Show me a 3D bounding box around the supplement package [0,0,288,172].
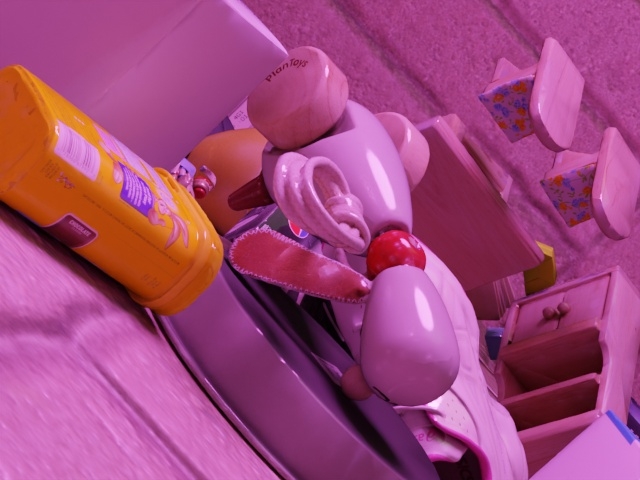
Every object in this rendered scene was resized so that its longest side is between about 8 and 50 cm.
[{"bbox_3d":[-0.175,-0.167,1.240,0.203,0.194,0.149,50,8,25],"label":"supplement package"}]

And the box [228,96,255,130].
[{"bbox_3d":[-0.028,-0.086,2.057,0.148,0.127,0.232,49,7,24],"label":"box"}]

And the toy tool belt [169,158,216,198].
[{"bbox_3d":[-0.140,-0.054,1.499,0.083,0.052,0.051,40,40,-30],"label":"toy tool belt"}]

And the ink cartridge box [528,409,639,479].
[{"bbox_3d":[0.325,0.327,1.593,0.232,0.168,0.171,46,5,-16],"label":"ink cartridge box"}]

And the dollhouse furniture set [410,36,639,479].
[{"bbox_3d":[0.187,0.046,1.786,0.394,0.362,0.256,50,37,-26],"label":"dollhouse furniture set"}]

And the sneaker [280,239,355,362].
[{"bbox_3d":[-0.004,0.056,1.518,0.100,0.108,0.271,64,18,-15],"label":"sneaker"}]

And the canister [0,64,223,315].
[{"bbox_3d":[-0.158,-0.035,1.088,0.170,0.073,0.126,40,9,-41],"label":"canister"}]

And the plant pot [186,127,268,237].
[{"bbox_3d":[-0.082,-0.059,1.604,0.095,0.134,0.134,19,-5,22],"label":"plant pot"}]

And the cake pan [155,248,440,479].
[{"bbox_3d":[-0.011,0.116,1.207,0.293,0.054,0.293,46,6,-6],"label":"cake pan"}]

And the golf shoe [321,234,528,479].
[{"bbox_3d":[0.087,0.121,1.365,0.306,0.115,0.140,62,18,-6],"label":"golf shoe"}]

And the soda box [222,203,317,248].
[{"bbox_3d":[-0.027,-0.023,1.529,0.053,0.060,0.169,59,41,-13],"label":"soda box"}]

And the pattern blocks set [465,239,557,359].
[{"bbox_3d":[0.151,0.025,1.978,0.026,0.285,0.325,-69,160,-46],"label":"pattern blocks set"}]

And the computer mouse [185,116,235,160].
[{"bbox_3d":[-0.123,-0.106,1.788,0.188,0.072,0.272,39,9,-44],"label":"computer mouse"}]

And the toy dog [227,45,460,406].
[{"bbox_3d":[0.000,0.000,1.247,0.220,0.161,0.333,46,23,-20],"label":"toy dog"}]

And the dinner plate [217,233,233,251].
[{"bbox_3d":[-0.098,0.006,1.334,0.141,0.017,0.141,31,-9,6],"label":"dinner plate"}]

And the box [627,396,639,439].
[{"bbox_3d":[0.394,0.335,1.982,0.294,0.183,0.296,49,7,6],"label":"box"}]
